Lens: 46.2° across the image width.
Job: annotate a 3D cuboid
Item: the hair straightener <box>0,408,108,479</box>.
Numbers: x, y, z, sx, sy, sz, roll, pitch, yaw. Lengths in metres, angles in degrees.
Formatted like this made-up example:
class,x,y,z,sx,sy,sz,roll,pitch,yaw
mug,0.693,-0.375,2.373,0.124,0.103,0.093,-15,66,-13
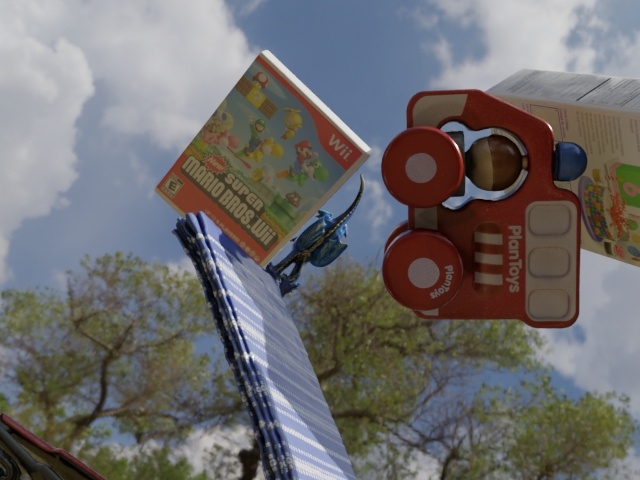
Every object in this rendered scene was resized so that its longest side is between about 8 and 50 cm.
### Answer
class,x,y,z,sx,sy,sz,roll,pitch,yaw
hair straightener,-0.324,0.244,0.810,0.230,0.089,0.047,38,-54,4

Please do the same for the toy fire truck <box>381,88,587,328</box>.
class,x,y,z,sx,sy,sz,roll,pitch,yaw
toy fire truck,0.206,-0.039,0.961,0.253,0.169,0.302,0,-83,6

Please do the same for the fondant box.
class,x,y,z,sx,sy,sz,roll,pitch,yaw
fondant box,0.394,-0.102,1.051,0.330,0.096,0.238,27,-37,55

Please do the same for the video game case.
class,x,y,z,sx,sy,sz,roll,pitch,yaw
video game case,-0.090,-0.098,1.081,0.204,0.025,0.285,44,-61,-2

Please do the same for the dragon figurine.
class,x,y,z,sx,sy,sz,roll,pitch,yaw
dragon figurine,0.000,0.000,1.495,0.289,0.144,0.085,-41,-81,13

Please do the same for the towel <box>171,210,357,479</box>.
class,x,y,z,sx,sy,sz,roll,pitch,yaw
towel,-0.052,0.143,0.823,0.040,0.336,0.243,-29,-31,7
